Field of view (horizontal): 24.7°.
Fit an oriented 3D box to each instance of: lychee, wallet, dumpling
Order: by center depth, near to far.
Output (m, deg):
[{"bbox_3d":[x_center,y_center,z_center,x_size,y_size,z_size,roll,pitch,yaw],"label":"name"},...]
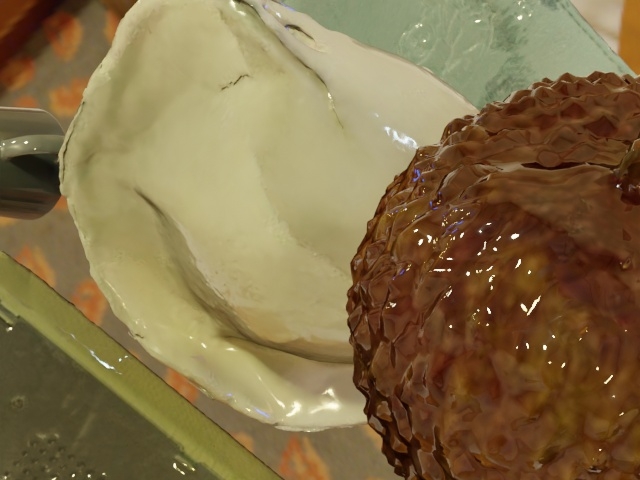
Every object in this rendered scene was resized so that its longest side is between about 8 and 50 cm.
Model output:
[{"bbox_3d":[0.102,0.034,0.518,0.195,0.194,0.194,-6,62,11],"label":"lychee"},{"bbox_3d":[0.003,0.001,0.947,0.260,0.341,0.181,-49,43,19],"label":"dumpling"},{"bbox_3d":[0.103,-0.148,1.271,0.251,0.054,0.290,-41,89,4],"label":"wallet"}]

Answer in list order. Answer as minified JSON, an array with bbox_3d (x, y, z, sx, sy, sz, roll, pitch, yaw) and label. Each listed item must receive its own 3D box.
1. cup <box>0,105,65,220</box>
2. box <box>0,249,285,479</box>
[{"bbox_3d":[-0.213,-0.056,0.972,0.100,0.077,0.078,-13,80,36],"label":"cup"},{"bbox_3d":[-0.116,0.162,0.669,0.270,0.045,0.211,43,79,-12],"label":"box"}]
